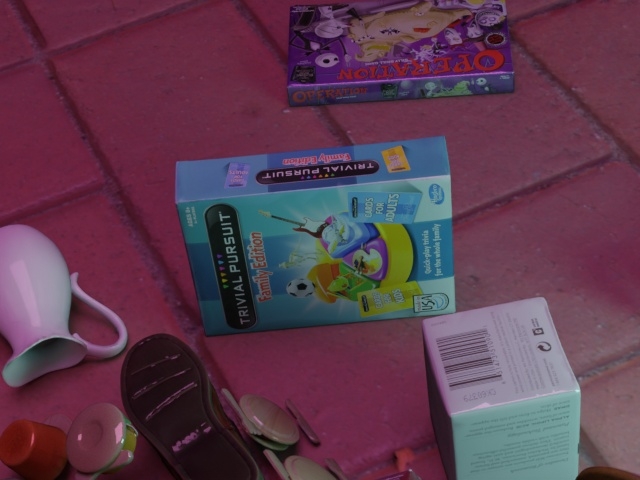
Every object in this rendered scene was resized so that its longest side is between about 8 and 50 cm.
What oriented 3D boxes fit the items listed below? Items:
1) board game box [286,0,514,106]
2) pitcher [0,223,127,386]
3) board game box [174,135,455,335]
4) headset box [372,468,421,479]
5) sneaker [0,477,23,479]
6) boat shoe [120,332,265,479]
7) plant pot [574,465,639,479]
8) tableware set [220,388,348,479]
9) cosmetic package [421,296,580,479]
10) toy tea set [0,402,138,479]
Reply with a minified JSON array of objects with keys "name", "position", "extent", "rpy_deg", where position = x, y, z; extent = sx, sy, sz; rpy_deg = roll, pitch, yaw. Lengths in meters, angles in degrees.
[{"name":"board game box","position":[0.122,-0.301,2.344],"extent":[0.346,0.056,0.208],"rpy_deg":[-4,50,3]},{"name":"pitcher","position":[-0.362,0.080,1.991],"extent":[0.177,0.125,0.207],"rpy_deg":[-6,52,-28]},{"name":"board game box","position":[0.000,0.000,1.916],"extent":[0.336,0.254,0.079],"rpy_deg":[-6,46,2]},{"name":"headset box","position":[0.023,0.386,1.576],"extent":[0.218,0.110,0.293],"rpy_deg":[-20,39,28]},{"name":"sneaker","position":[-0.349,0.392,1.651],"extent":[0.101,0.106,0.267],"rpy_deg":[10,51,-24]},{"name":"boat shoe","position":[-0.154,0.242,1.807],"extent":[0.110,0.104,0.307],"rpy_deg":[-27,46,-6]},{"name":"plant pot","position":[0.272,0.464,1.392],"extent":[0.366,0.366,0.353],"rpy_deg":[34,70,34]},{"name":"tableware set","position":[-0.042,0.260,1.791],"extent":[0.039,0.128,0.194],"rpy_deg":[-54,50,17]},{"name":"cosmetic package","position":[0.210,0.191,1.749],"extent":[0.151,0.184,0.151],"rpy_deg":[-11,45,-2]},{"name":"toy tea set","position":[-0.250,0.317,1.762],"extent":[0.200,0.124,0.336],"rpy_deg":[-40,51,10]}]
